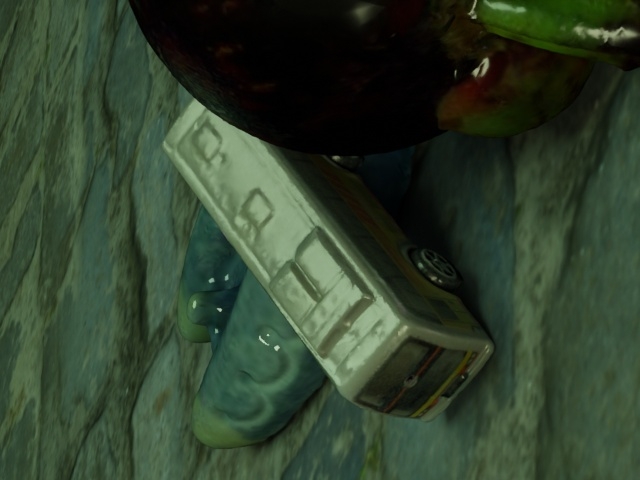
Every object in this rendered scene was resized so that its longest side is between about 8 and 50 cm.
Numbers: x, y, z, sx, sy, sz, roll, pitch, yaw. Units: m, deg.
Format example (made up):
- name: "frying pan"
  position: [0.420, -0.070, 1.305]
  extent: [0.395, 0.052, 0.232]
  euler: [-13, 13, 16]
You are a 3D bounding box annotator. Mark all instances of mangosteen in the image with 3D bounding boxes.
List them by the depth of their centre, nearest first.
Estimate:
- name: "mangosteen"
  position: [0.037, -0.179, 1.129]
  extent: [0.359, 0.306, 0.306]
  euler: [54, 128, 34]

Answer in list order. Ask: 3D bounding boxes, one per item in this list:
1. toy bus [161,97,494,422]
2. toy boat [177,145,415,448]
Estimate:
- name: "toy bus"
  position: [0.000, 0.000, 1.222]
  extent: [0.092, 0.106, 0.268]
  euler: [-50, 57, 21]
- name: "toy boat"
  position: [-0.049, 0.001, 1.415]
  extent: [0.330, 0.123, 0.215]
  euler: [-58, 28, 37]
